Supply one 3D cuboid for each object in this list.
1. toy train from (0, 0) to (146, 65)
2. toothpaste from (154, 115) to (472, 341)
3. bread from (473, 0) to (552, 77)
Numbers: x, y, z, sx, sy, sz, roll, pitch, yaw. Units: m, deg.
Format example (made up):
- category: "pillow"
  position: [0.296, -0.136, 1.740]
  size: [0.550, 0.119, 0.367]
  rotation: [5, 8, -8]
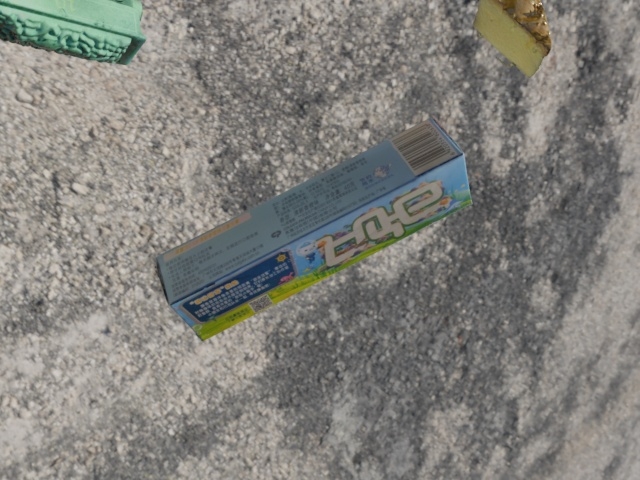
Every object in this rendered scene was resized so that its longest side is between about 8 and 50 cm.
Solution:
- category: "toy train"
  position: [-0.252, -0.226, 0.599]
  size: [0.172, 0.070, 0.099]
  rotation: [3, 70, -39]
- category: "toothpaste"
  position: [0.000, 0.000, 0.395]
  size: [0.193, 0.044, 0.070]
  rotation: [-27, 139, 0]
- category: "bread"
  position: [0.256, -0.274, 0.844]
  size: [0.084, 0.080, 0.109]
  rotation: [90, -3, -67]
